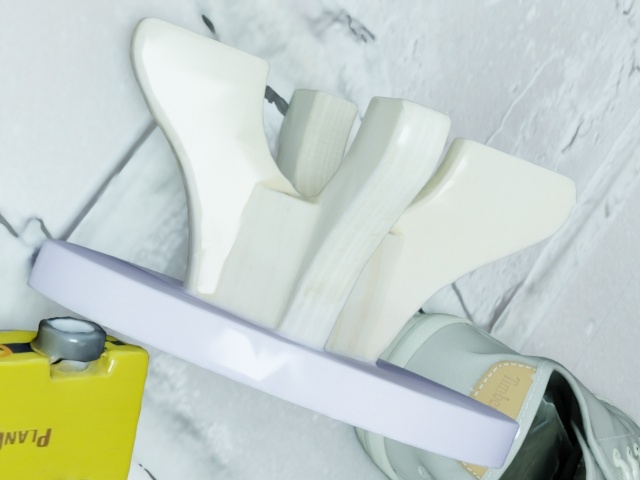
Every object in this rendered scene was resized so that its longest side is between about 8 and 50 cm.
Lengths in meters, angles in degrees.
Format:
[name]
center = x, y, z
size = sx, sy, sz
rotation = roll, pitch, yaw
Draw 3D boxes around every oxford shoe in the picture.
[oxford shoe]
center = 0.178, 0.181, 1.402
size = 0.449, 0.130, 0.169
rotation = 38, 76, -53

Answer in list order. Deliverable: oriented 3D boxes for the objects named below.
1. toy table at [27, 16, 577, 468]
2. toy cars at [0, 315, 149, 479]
[toy table]
center = 0.000, 0.000, 1.015
size = 0.274, 0.252, 0.161
rotation = 21, 91, -25
[toy cars]
center = -0.251, 0.152, 0.898
size = 0.394, 0.087, 0.176
rotation = -44, 132, -23
